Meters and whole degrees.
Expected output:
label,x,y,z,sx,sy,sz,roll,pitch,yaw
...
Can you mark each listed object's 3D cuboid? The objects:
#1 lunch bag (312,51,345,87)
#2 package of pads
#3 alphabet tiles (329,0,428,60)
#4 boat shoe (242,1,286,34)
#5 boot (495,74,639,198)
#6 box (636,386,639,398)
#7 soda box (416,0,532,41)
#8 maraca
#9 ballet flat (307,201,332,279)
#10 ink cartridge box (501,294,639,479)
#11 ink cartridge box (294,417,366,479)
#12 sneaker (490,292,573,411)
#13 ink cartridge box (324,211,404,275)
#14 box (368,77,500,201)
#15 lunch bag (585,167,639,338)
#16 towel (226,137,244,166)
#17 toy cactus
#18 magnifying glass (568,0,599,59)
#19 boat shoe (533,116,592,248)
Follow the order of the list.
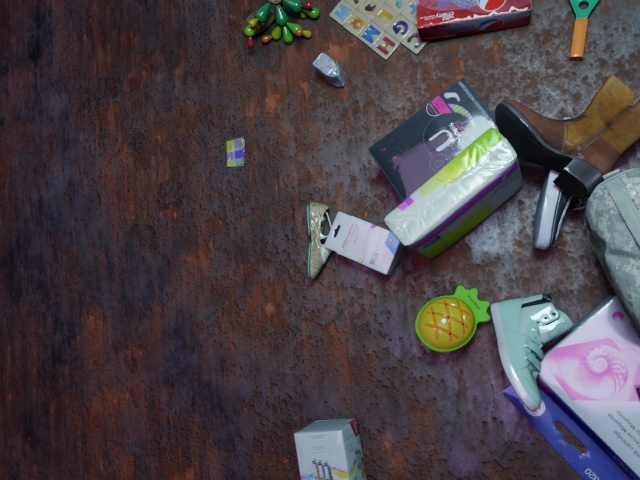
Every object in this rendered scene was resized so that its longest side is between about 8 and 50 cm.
label,x,y,z,sx,sy,sz,roll,pitch,yaw
lunch bag,0.030,-0.456,1.374,0.053,0.071,0.083,-46,68,7
package of pads,0.308,-0.089,1.140,0.296,0.229,0.101,-40,67,14
alphabet tiles,0.191,-0.659,1.364,0.342,0.011,0.285,45,101,19
boat shoe,-0.161,-0.652,1.489,0.153,0.048,0.056,-33,96,22
boot,0.540,-0.263,1.059,0.280,0.096,0.264,-43,73,-14
box,0.699,0.317,0.978,0.137,0.027,0.093,-19,79,16
soda box,0.369,-0.560,1.237,0.264,0.083,0.092,-2,86,19
maraca,0.307,0.181,1.185,0.186,0.099,0.127,-34,68,-11
ballet flat,0.000,0.000,1.340,0.067,0.073,0.206,-2,87,7
ink cartridge box,0.616,0.339,1.060,0.330,0.071,0.324,-47,71,9
ink cartridge box,0.028,0.538,1.236,0.128,0.128,0.176,-12,81,20
sneaker,0.458,0.219,1.067,0.151,0.094,0.255,-23,45,25
ink cartridge box,0.114,0.006,1.295,0.181,0.061,0.104,24,93,22
box,0.279,-0.220,1.211,0.270,0.143,0.165,-37,72,15
lunch bag,0.625,0.037,0.927,0.213,0.256,0.305,-33,48,34
towel,-0.251,-0.258,1.496,0.060,0.009,0.083,-4,82,20
toy cactus,-0.119,-0.635,1.410,0.219,0.112,0.180,-11,119,11
magnifying glass,0.609,-0.534,1.181,0.092,0.026,0.230,8,85,22
boat shoe,0.546,-0.120,1.115,0.105,0.113,0.306,16,75,16
